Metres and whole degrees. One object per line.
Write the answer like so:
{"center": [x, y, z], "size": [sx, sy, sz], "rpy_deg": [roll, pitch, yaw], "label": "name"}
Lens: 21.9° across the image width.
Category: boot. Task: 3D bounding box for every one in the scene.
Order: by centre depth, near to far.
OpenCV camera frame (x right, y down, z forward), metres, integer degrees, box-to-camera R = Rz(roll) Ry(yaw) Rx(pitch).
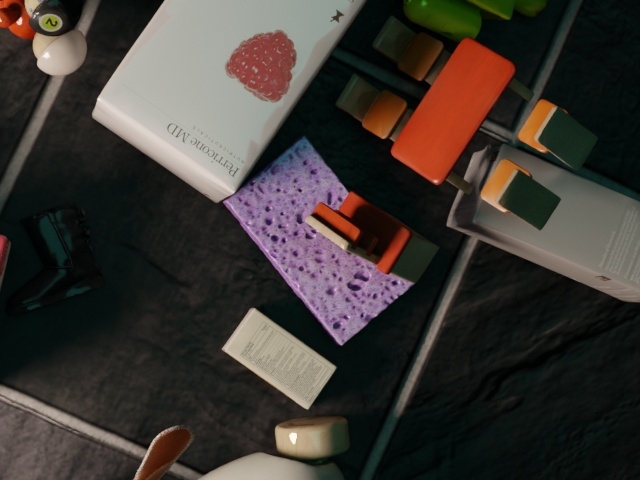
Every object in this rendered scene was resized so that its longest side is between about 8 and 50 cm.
{"center": [-0.298, 0.019, 1.793], "size": [0.121, 0.045, 0.099], "rpy_deg": [-21, 94, -17], "label": "boot"}

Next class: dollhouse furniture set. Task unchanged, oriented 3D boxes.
{"center": [0.111, -0.092, 1.749], "size": [0.135, 0.262, 0.259], "rpy_deg": [28, 96, -51], "label": "dollhouse furniture set"}

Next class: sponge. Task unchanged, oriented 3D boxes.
{"center": [0.000, 0.000, 1.851], "size": [0.117, 0.031, 0.210], "rpy_deg": [-39, 95, -9], "label": "sponge"}

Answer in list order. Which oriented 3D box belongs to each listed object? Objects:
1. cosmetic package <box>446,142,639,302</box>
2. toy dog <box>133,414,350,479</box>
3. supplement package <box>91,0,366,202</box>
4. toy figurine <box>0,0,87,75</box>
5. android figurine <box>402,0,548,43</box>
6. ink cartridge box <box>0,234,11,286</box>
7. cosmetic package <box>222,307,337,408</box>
{"center": [0.274, -0.018, 1.852], "size": [0.238, 0.127, 0.107], "rpy_deg": [20, 85, -7], "label": "cosmetic package"}
{"center": [-0.102, 0.289, 1.756], "size": [0.333, 0.161, 0.220], "rpy_deg": [-27, 92, -10], "label": "toy dog"}
{"center": [-0.090, -0.210, 1.771], "size": [0.177, 0.175, 0.293], "rpy_deg": [34, 83, -7], "label": "supplement package"}
{"center": [-0.250, -0.291, 1.731], "size": [0.209, 0.213, 0.148], "rpy_deg": [-38, 82, -14], "label": "toy figurine"}
{"center": [0.157, -0.349, 1.825], "size": [0.272, 0.056, 0.248], "rpy_deg": [17, 85, -37], "label": "android figurine"}
{"center": [-0.405, 0.070, 1.730], "size": [0.127, 0.128, 0.176], "rpy_deg": [13, 85, -9], "label": "ink cartridge box"}
{"center": [-0.046, 0.130, 1.833], "size": [0.115, 0.041, 0.060], "rpy_deg": [37, 83, -6], "label": "cosmetic package"}
